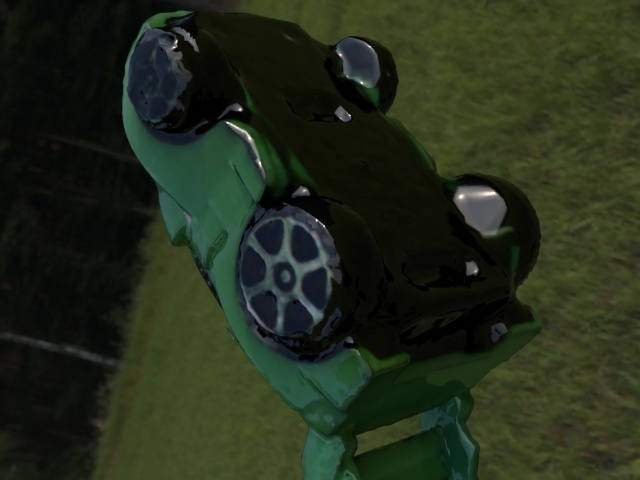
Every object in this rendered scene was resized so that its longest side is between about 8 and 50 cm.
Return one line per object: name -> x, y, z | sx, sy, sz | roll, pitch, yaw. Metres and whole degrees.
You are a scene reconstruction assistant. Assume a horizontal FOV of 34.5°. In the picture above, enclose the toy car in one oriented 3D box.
toy car -> 0.000, 0.000, 0.694 | 0.358, 0.213, 0.176 | 52, 126, 23
